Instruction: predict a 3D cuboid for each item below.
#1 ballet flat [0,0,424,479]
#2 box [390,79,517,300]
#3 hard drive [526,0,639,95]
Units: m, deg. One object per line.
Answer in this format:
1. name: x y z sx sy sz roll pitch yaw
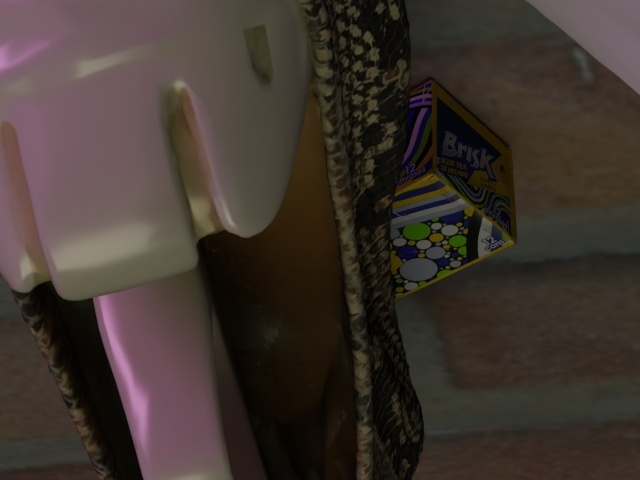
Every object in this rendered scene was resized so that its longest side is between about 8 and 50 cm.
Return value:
1. ballet flat: -0.044 0.000 0.586 0.164 0.182 0.483 -6 135 8
2. box: 0.000 0.000 0.757 0.169 0.054 0.059 -28 132 32
3. hard drive: 0.205 -0.138 0.439 0.233 0.047 0.353 41 136 3
